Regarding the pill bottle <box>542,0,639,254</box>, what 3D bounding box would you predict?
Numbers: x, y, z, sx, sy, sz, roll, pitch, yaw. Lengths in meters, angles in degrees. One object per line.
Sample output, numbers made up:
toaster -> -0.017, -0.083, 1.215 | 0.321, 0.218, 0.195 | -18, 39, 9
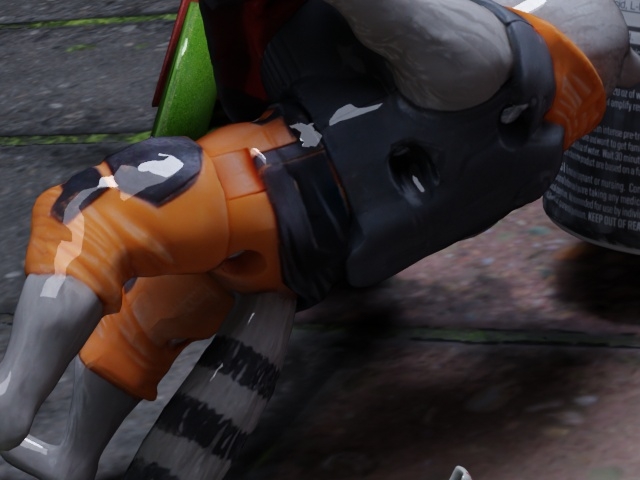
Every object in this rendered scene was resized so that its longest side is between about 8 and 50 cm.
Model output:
pill bottle -> 0.176, -0.123, 0.850 | 0.130, 0.246, 0.130 | 3, 16, -1

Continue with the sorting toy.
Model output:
sorting toy -> -0.038, -0.074, 1.109 | 0.126, 0.127, 0.365 | 16, 25, -8

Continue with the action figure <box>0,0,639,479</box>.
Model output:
action figure -> 0.000, 0.000, 0.784 | 0.330, 0.341, 0.178 | -38, 66, -6

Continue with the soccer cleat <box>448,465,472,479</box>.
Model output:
soccer cleat -> 0.022, 0.110, 0.693 | 0.083, 0.036, 0.029 | -16, 23, -7
